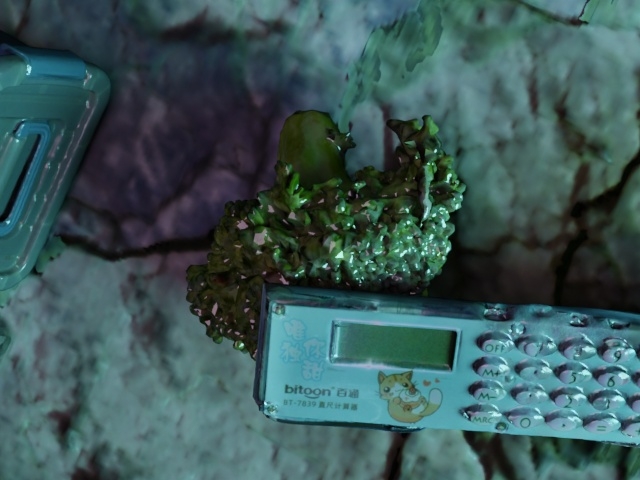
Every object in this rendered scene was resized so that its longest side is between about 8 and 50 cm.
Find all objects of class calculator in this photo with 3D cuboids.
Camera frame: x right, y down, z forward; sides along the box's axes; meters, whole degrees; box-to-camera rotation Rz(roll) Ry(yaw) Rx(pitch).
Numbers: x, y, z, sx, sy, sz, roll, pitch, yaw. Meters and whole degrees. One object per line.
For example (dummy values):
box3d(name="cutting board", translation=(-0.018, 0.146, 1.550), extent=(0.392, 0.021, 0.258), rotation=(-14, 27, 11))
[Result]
box3d(name="calculator", translation=(0.065, 0.044, 0.599), extent=(0.172, 0.018, 0.057), rotation=(5, 122, -2))

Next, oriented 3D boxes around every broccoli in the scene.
box3d(name="broccoli", translation=(0.000, 0.000, 0.633), extent=(0.095, 0.097, 0.092), rotation=(0, 54, -1))

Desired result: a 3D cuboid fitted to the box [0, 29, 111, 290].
box3d(name="box", translation=(-0.131, -0.033, 0.669), extent=(0.054, 0.074, 0.099), rotation=(35, 108, 26))
